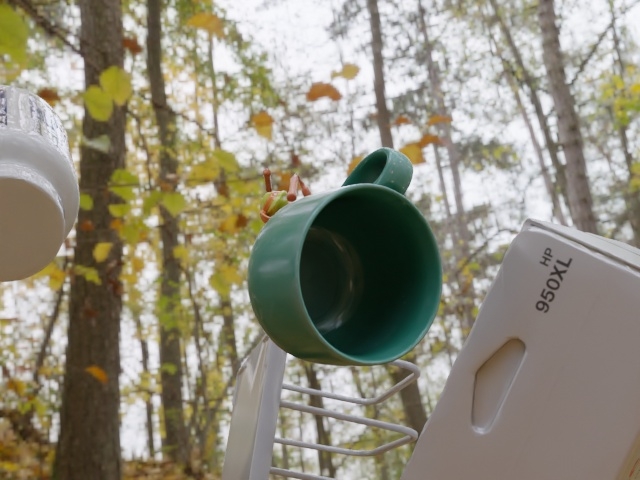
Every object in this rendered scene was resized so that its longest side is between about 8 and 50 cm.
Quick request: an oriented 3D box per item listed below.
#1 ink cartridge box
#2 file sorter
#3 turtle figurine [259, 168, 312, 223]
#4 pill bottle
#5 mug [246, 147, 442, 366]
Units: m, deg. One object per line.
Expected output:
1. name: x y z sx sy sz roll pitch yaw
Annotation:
1. ink cartridge box: 0.269 0.149 0.914 0.166 0.285 0.395 27 10 28
2. file sorter: -0.008 0.257 0.942 0.173 0.278 0.193 13 -24 -12
3. turtle figurine: 0.000 0.000 1.187 0.217 0.087 0.269 36 -5 -8
4. pill bottle: -0.150 -0.028 0.438 0.067 0.067 0.120 -2 24 -18
5. mug: 0.020 0.021 0.692 0.157 0.129 0.097 -36 14 -32
